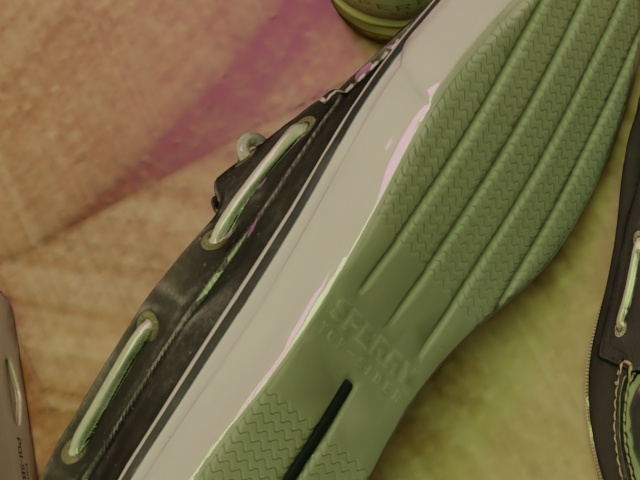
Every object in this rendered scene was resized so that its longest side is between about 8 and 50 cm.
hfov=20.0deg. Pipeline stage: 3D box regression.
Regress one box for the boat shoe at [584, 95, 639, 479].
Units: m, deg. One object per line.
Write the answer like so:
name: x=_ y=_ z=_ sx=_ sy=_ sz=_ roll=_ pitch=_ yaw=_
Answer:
boat shoe: x=0.142 y=0.024 z=0.708 sx=0.075 sy=0.065 sz=0.206 roll=4 pitch=77 yaw=12

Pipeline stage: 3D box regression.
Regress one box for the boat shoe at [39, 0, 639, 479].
boat shoe: x=0.000 y=0.000 z=0.715 sx=0.119 sy=0.121 sz=0.335 roll=22 pitch=67 yaw=42

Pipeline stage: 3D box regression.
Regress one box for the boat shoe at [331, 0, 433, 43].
boat shoe: x=0.023 y=-0.240 z=0.782 sx=0.109 sy=0.098 sz=0.302 roll=-7 pitch=75 yaw=10

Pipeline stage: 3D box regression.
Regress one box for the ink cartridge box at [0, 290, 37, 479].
ink cartridge box: x=-0.198 y=0.077 z=0.770 sx=0.135 sy=0.056 sz=0.099 roll=-15 pitch=73 yaw=8
